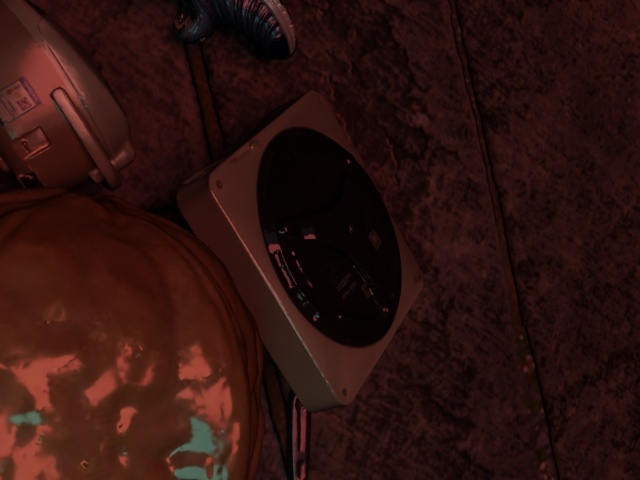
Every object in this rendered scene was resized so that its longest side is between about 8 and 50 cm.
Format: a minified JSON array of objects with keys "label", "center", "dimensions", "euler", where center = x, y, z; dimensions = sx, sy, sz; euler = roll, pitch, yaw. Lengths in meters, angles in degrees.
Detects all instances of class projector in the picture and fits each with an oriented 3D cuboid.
[{"label":"projector","center":[0.000,0.000,0.973],"dimensions":[0.259,0.079,0.257],"euler":[60,34,-14]}]

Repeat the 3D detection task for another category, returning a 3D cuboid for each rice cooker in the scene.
[{"label":"rice cooker","center":[-0.258,-0.126,0.871],"dimensions":[0.127,0.145,0.206],"euler":[-31,106,-12]}]

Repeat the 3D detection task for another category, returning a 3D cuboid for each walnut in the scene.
[{"label":"walnut","center":[-0.206,0.139,0.788],"dimensions":[0.381,0.381,0.381],"euler":[1,88,-27]}]

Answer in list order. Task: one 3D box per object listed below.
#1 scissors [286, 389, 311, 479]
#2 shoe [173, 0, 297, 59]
[{"label":"scissors","center":[-0.023,0.168,1.051],"dimensions":[0.088,0.017,0.220],"euler":[2,88,-28]},{"label":"shoe","center":[-0.113,-0.249,0.989],"dimensions":[0.207,0.091,0.106],"euler":[33,96,-27]}]
